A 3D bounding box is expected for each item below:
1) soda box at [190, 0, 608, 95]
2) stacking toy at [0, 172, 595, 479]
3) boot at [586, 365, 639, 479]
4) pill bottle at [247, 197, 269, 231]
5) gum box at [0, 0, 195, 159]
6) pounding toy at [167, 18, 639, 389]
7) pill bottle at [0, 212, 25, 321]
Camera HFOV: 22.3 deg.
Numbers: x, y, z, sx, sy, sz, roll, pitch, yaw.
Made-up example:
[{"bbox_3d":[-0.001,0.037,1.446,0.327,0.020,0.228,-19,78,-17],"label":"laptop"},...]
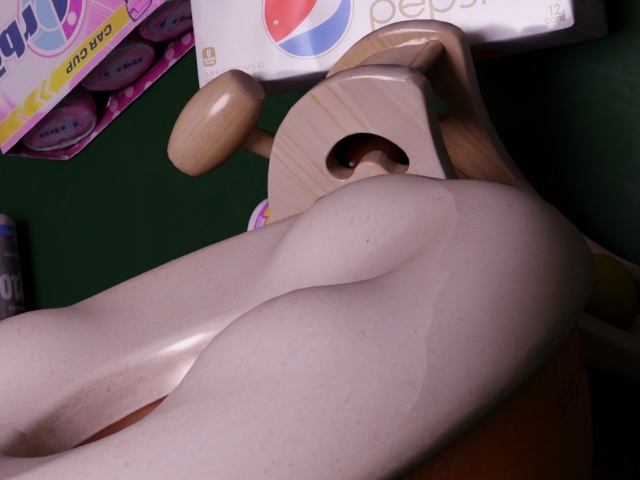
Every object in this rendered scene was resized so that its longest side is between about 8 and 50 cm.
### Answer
[{"bbox_3d":[0.039,-0.129,0.871,0.216,0.069,0.073,-7,89,25],"label":"soda box"},{"bbox_3d":[0.016,0.243,0.654,0.351,0.351,0.479,-16,102,39],"label":"stacking toy"},{"bbox_3d":[0.156,0.190,0.786,0.263,0.091,0.229,25,123,14],"label":"boot"},{"bbox_3d":[0.000,0.000,0.951,0.083,0.043,0.043,11,95,40],"label":"pill bottle"},{"bbox_3d":[-0.151,-0.149,1.071,0.188,0.062,0.107,-37,66,33],"label":"gum box"},{"bbox_3d":[0.062,-0.033,0.837,0.269,0.155,0.154,34,125,3],"label":"pounding toy"},{"bbox_3d":[-0.245,0.054,1.133,0.078,0.078,0.137,-14,80,39],"label":"pill bottle"}]
